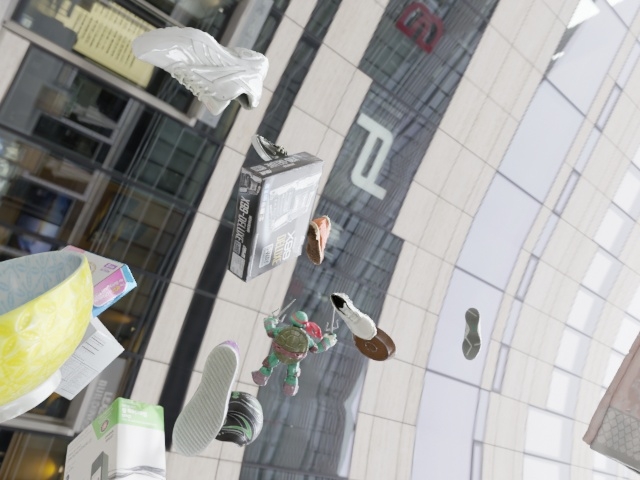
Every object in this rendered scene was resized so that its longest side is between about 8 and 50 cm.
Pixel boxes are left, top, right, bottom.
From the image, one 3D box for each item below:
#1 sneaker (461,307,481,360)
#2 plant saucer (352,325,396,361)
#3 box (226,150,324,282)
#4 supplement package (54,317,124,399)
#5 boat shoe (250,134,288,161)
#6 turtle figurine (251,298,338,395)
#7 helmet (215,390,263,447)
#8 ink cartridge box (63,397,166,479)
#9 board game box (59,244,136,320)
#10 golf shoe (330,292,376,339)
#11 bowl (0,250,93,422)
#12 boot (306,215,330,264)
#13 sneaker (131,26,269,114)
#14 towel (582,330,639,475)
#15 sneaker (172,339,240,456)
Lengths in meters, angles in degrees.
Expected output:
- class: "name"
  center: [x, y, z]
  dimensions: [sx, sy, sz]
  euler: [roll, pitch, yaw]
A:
- class: "sneaker"
  center: [0.450, 0.278, 1.406]
  dimensions: [0.054, 0.061, 0.152]
  euler: [4, -107, 23]
- class: "plant saucer"
  center: [0.175, 0.351, 1.611]
  dimensions: [0.168, 0.168, 0.029]
  euler: [-23, -162, 49]
- class: "box"
  center: [-0.120, -0.066, 1.268]
  dimensions: [0.077, 0.242, 0.307]
  euler: [31, -56, 26]
- class: "supplement package"
  center: [-0.756, 0.323, 1.444]
  dimensions: [0.194, 0.149, 0.203]
  euler: [33, -111, 33]
- class: "boat shoe"
  center: [-0.148, -0.297, 1.645]
  dimensions: [0.070, 0.219, 0.077]
  euler: [-30, -137, 22]
- class: "turtle figurine"
  center: [-0.067, 0.232, 1.088]
  dimensions: [0.234, 0.175, 0.118]
  euler: [-67, 167, 14]
- class: "helmet"
  center: [-0.266, 0.579, 1.554]
  dimensions: [0.169, 0.162, 0.169]
  euler: [-163, -90, -83]
- class: "ink cartridge box"
  center: [-0.408, 0.489, 0.941]
  dimensions: [0.198, 0.115, 0.272]
  euler: [-43, -139, 17]
- class: "board game box"
  center: [-0.607, 0.142, 1.042]
  dimensions: [0.242, 0.064, 0.316]
  euler: [13, -139, 33]
- class: "golf shoe"
  center: [0.087, 0.221, 1.397]
  dimensions: [0.069, 0.086, 0.176]
  euler: [-49, -119, 2]
- class: "bowl"
  center: [-0.428, 0.140, 0.620]
  dimensions: [0.289, 0.290, 0.155]
  euler: [27, -46, 60]
- class: "boot"
  center: [0.000, 0.000, 1.458]
  dimensions: [0.059, 0.085, 0.157]
  euler: [24, -48, 31]
- class: "sneaker"
  center: [-0.187, -0.268, 0.779]
  dimensions: [0.090, 0.232, 0.115]
  euler: [5, -88, 54]
- class: "towel"
  center: [0.734, 0.344, 0.939]
  dimensions: [0.316, 0.332, 0.053]
  euler: [-62, -179, 1]
- class: "sneaker"
  center: [-0.267, 0.383, 1.191]
  dimensions: [0.282, 0.102, 0.161]
  euler: [-64, -176, -3]
